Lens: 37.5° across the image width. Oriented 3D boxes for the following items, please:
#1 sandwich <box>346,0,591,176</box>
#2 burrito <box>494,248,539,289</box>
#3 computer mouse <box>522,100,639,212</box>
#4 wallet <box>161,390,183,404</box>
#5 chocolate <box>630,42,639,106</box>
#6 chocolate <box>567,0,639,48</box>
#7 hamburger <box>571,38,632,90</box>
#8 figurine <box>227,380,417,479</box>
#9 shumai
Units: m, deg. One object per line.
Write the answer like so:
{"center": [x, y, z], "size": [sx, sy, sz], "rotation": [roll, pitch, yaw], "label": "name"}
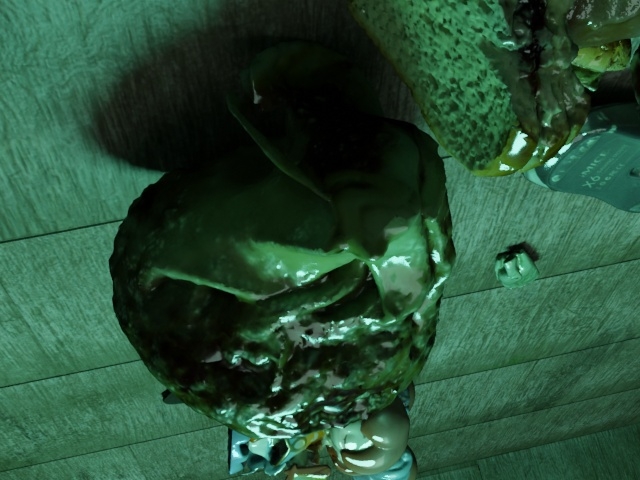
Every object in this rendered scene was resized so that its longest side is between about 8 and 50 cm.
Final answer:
{"center": [0.138, -0.203, 0.765], "size": [0.099, 0.254, 0.288], "rotation": [-27, 162, -20], "label": "sandwich"}
{"center": [0.332, 0.050, 1.622], "size": [0.074, 0.044, 0.118], "rotation": [-18, 158, 15], "label": "burrito"}
{"center": [0.370, -0.129, 1.239], "size": [0.379, 0.090, 0.167], "rotation": [8, 141, -27], "label": "computer mouse"}
{"center": [-0.238, 0.278, 1.810], "size": [0.082, 0.018, 0.156], "rotation": [7, 147, -38], "label": "wallet"}
{"center": [0.484, -0.199, 0.995], "size": [0.340, 0.225, 0.210], "rotation": [-43, 164, 14], "label": "chocolate"}
{"center": [0.262, -0.260, 0.853], "size": [0.214, 0.148, 0.093], "rotation": [-13, 149, -8], "label": "chocolate"}
{"center": [0.276, -0.218, 0.995], "size": [0.176, 0.102, 0.087], "rotation": [9, 133, -39], "label": "hamburger"}
{"center": [0.011, 0.377, 1.861], "size": [0.388, 0.277, 0.248], "rotation": [1, 171, -7], "label": "figurine"}
{"center": [0.000, 0.000, 1.001], "size": [0.395, 0.395, 0.348], "rotation": [-1, 153, -25], "label": "shumai"}
